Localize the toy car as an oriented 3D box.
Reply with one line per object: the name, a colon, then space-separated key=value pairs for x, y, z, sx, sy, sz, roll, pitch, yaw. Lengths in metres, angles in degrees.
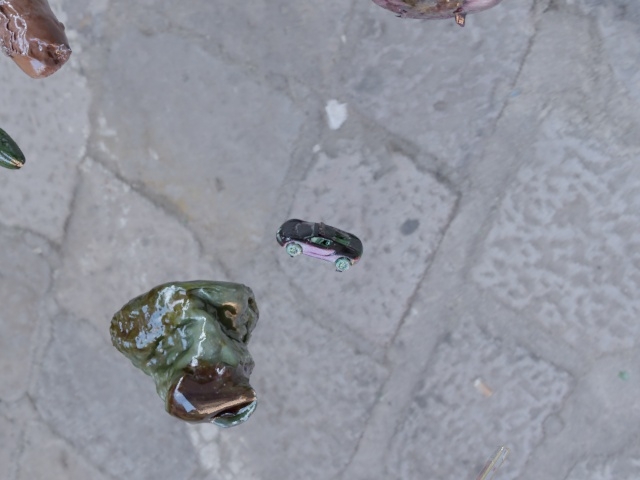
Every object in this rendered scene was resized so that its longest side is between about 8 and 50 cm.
toy car: x=0.000 y=0.000 z=1.560 sx=0.142 sy=0.069 sz=0.055 roll=16 pitch=124 yaw=-6

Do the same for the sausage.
sausage: x=-0.346 y=-0.312 z=1.072 sx=0.078 sy=0.078 sz=0.304 roll=-34 pitch=70 yaw=39

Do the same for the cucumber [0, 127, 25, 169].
cucumber: x=-0.546 y=-0.154 z=1.628 sx=0.107 sy=0.035 sz=0.067 roll=41 pitch=125 yaw=-19

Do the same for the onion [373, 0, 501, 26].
onion: x=0.148 y=-0.391 z=1.208 sx=0.252 sy=0.252 sz=0.219 roll=-17 pitch=70 yaw=38

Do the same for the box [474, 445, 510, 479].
box: x=0.189 y=0.273 z=1.118 sx=0.012 sy=0.046 sz=0.083 roll=36 pitch=81 yaw=8

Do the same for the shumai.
shumai: x=-0.186 y=0.179 z=1.394 sx=0.272 sy=0.222 sz=0.204 roll=113 pitch=149 yaw=-72
